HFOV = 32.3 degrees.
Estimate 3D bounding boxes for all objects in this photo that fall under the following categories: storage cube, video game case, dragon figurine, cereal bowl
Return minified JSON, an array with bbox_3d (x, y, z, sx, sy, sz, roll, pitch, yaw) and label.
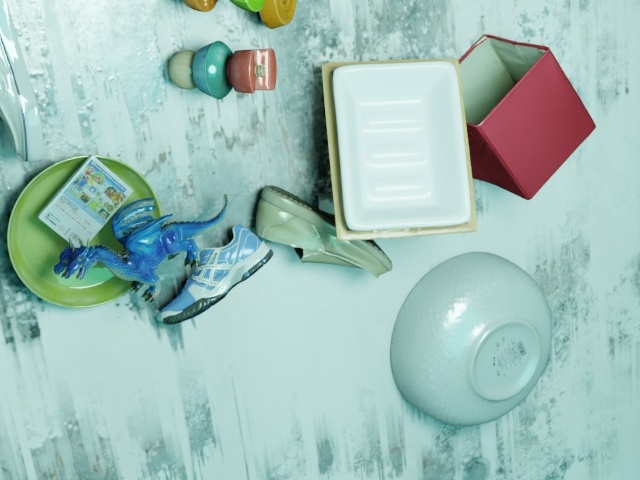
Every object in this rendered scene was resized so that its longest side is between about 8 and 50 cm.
[{"bbox_3d":[0.321,-0.214,1.922,0.215,0.184,0.193,-48,124,-9],"label":"storage cube"},{"bbox_3d":[-0.350,-0.055,1.653,0.122,0.011,0.087,-50,122,-6],"label":"video game case"},{"bbox_3d":[-0.258,-0.007,1.668,0.289,0.085,0.144,-38,127,-14],"label":"dragon figurine"},{"bbox_3d":[0.305,0.200,2.074,0.339,0.141,0.338,-9,109,-26],"label":"cereal bowl"}]

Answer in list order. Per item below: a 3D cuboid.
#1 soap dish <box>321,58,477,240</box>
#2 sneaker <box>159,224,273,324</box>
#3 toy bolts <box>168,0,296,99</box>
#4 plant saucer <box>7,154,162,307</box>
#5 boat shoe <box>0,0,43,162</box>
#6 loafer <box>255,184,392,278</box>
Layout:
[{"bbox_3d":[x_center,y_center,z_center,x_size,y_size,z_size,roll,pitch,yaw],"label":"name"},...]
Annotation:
[{"bbox_3d":[0.123,-0.145,1.793,0.229,0.118,0.290,-4,82,-8],"label":"soap dish"},{"bbox_3d":[-0.180,0.059,1.804,0.211,0.080,0.081,-38,89,-8],"label":"sneaker"},{"bbox_3d":[-0.148,-0.329,1.681,0.218,0.159,0.228,-15,107,-69],"label":"toy bolts"},{"bbox_3d":[-0.360,-0.016,1.689,0.241,0.037,0.240,-9,111,-26],"label":"plant saucer"},{"bbox_3d":[-0.454,-0.231,1.534,0.088,0.096,0.267,-18,113,-19],"label":"boat shoe"},{"bbox_3d":[0.000,0.000,1.865,0.269,0.102,0.092,29,101,-20],"label":"loafer"}]
